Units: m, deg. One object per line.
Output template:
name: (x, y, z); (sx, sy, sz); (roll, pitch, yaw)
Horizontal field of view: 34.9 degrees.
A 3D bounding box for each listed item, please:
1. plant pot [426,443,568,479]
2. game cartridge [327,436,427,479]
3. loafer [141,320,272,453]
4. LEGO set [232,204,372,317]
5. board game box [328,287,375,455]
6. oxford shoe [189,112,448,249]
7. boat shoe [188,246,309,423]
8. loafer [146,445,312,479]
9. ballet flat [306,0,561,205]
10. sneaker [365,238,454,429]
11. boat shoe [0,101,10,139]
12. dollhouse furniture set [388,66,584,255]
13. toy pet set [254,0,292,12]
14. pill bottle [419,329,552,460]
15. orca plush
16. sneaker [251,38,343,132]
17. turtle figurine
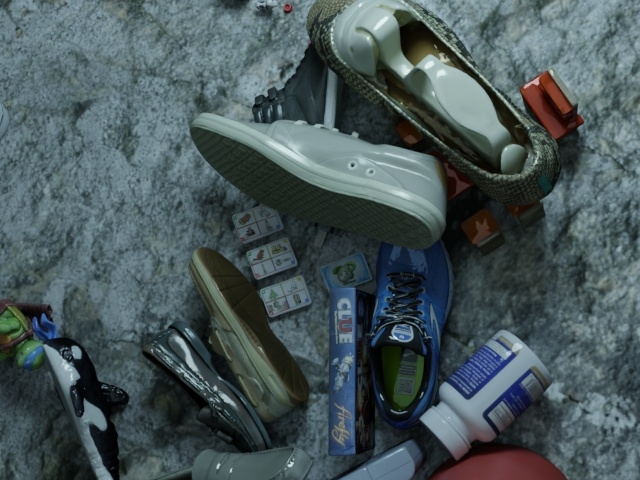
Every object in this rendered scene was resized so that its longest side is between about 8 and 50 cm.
plant pot: (0.241, 0.430, 1.436); (0.274, 0.243, 0.275); (-2, 82, 14)
game cartridge: (0.018, 0.386, 1.521); (0.294, 0.196, 0.060); (-30, 76, 9)
loafer: (-0.186, 0.255, 1.627); (0.084, 0.096, 0.267); (-30, 73, -32)
LEGO set: (0.000, 0.000, 1.667); (0.244, 0.060, 0.183); (-21, 90, 12)
board game box: (0.050, 0.200, 1.554); (0.042, 0.165, 0.244); (-1, 83, 14)
oxford shoe: (0.001, -0.114, 1.566); (0.449, 0.169, 0.130); (19, 64, 24)
boat shoe: (-0.136, 0.151, 1.638); (0.098, 0.109, 0.302); (-37, 80, 23)
loafer: (-0.150, 0.373, 1.555); (0.319, 0.112, 0.111); (-28, 104, 31)
ballet flat: (0.151, -0.239, 1.463); (0.483, 0.182, 0.164); (44, 94, 18)
sneaker: (0.138, 0.123, 1.547); (0.129, 0.147, 0.330); (0, 83, 8)
boat shoe: (-0.649, -0.138, 1.809); (0.096, 0.088, 0.268); (33, 91, 15)
dollhouse furniture set: (0.265, -0.150, 1.562); (0.259, 0.135, 0.262); (-34, 76, 7)
toy pet set: (-0.107, -0.453, 1.729); (0.114, 0.065, 0.122); (-1, 82, 14)
pill bottle: (0.242, 0.233, 1.514); (0.186, 0.112, 0.112); (-41, 75, -6)
orca plush: (-0.357, 0.283, 1.678); (0.102, 0.151, 0.287); (-22, 73, -22)
sneaker: (-0.037, -0.260, 1.665); (0.146, 0.104, 0.296); (5, 88, 9)
turtle figurine: (-0.610, 0.158, 1.706); (0.275, 0.198, 0.266); (-46, 71, 1)
